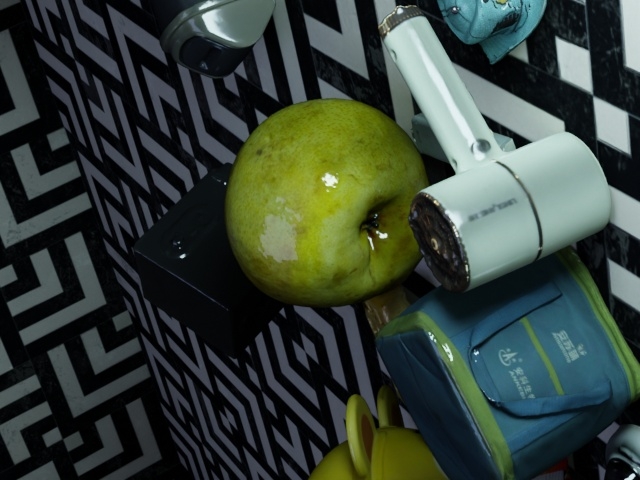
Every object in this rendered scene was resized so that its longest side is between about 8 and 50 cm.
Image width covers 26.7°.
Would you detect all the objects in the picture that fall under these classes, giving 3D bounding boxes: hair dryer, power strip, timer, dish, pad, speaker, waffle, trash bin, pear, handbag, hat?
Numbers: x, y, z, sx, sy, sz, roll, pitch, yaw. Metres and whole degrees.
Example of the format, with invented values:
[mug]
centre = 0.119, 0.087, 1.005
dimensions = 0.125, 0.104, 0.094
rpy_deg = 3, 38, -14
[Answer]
[hair dryer]
centre = 0.163, -0.134, 1.566
dimensions = 0.362, 0.203, 0.128
rpy_deg = 63, 163, 14
[power strip]
centre = 0.194, -0.117, 1.742
dimensions = 0.252, 0.027, 0.060
rpy_deg = 29, 141, 57
[timer]
centre = 0.123, 0.432, 2.220
dimensions = 0.376, 0.376, 0.387
rpy_deg = 155, 108, -70
[dish]
centre = 0.396, 0.314, 1.723
dimensions = 0.141, 0.078, 0.141
rpy_deg = 50, 156, 31
[pad]
centre = 0.046, 0.094, 2.312
dimensions = 0.116, 0.004, 0.193
rpy_deg = 53, -179, 18
[speaker]
centre = -0.164, 0.032, 2.427
dimensions = 0.232, 0.254, 0.184
rpy_deg = 32, 150, 21
[waffle]
centre = 0.131, 0.174, 2.165
dimensions = 0.221, 0.055, 0.248
rpy_deg = -135, 23, -76
[trash bin]
centre = -0.186, -0.409, 2.097
dimensions = 0.290, 0.182, 0.209
rpy_deg = 67, 162, 3
[pear]
centre = 0.004, -0.059, 1.901
dimensions = 0.304, 0.304, 0.304
rpy_deg = 50, 157, 31
[handbag]
centre = 0.236, 0.158, 1.684
dimensions = 0.263, 0.241, 0.222
rpy_deg = 59, 160, 4
[hat]
centre = 0.175, -0.268, 1.519
dimensions = 0.138, 0.078, 0.191
rpy_deg = 63, 160, -1

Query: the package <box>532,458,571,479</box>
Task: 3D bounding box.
[package]
centre = 0.270, 0.269, 1.942
dimensions = 0.288, 0.108, 0.223
rpy_deg = 37, 147, 56
